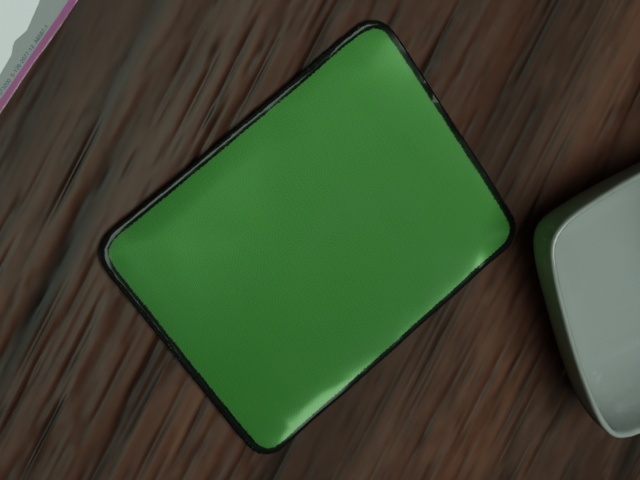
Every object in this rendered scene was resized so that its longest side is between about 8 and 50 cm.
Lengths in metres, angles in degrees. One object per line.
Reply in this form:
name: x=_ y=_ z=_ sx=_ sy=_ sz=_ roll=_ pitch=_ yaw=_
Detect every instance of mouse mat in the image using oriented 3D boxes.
mouse mat: x=0.000 y=0.000 z=0.739 sx=0.190 sy=0.007 sz=0.152 roll=-41 pitch=115 yaw=-12

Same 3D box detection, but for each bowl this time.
bowl: x=0.182 y=0.022 z=0.799 sx=0.142 sy=0.053 sz=0.142 roll=-26 pitch=110 yaw=-17

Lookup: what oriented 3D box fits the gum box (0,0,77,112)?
gum box: x=-0.177 y=-0.058 z=0.589 sx=0.062 sy=0.107 sz=0.188 roll=36 pitch=86 yaw=-26
